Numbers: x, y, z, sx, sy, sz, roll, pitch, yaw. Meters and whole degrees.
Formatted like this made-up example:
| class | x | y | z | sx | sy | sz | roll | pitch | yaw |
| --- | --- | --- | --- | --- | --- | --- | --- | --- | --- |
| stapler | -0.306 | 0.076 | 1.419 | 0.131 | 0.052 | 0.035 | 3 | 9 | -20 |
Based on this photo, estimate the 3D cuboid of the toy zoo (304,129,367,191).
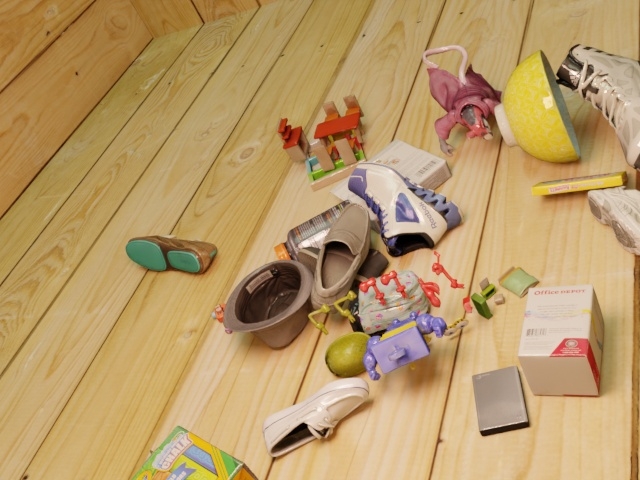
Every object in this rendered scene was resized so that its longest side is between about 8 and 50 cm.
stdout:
| class | x | y | z | sx | sy | sz | roll | pitch | yaw |
| --- | --- | --- | --- | --- | --- | --- | --- | --- | --- |
| toy zoo | 0.040 | -0.284 | 2.382 | 0.192 | 0.030 | 0.293 | -23 | 36 | 9 |

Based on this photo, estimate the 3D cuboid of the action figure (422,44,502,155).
| class | x | y | z | sx | sy | sz | roll | pitch | yaw |
| --- | --- | --- | --- | --- | --- | --- | --- | --- | --- |
| action figure | 0.429 | -0.389 | 2.054 | 0.248 | 0.276 | 0.370 | -14 | 24 | 12 |

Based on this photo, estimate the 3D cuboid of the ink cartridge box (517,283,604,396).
| class | x | y | z | sx | sy | sz | roll | pitch | yaw |
| --- | --- | --- | --- | --- | --- | --- | --- | --- | --- |
| ink cartridge box | 0.467 | 0.190 | 1.419 | 0.128 | 0.127 | 0.176 | -5 | 42 | 31 |

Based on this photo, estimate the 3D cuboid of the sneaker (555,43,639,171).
| class | x | y | z | sx | sy | sz | roll | pitch | yaw |
| --- | --- | --- | --- | --- | --- | --- | --- | --- | --- |
| sneaker | 0.687 | -0.328 | 1.781 | 0.257 | 0.169 | 0.448 | 18 | 39 | 5 |

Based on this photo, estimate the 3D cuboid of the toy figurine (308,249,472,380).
| class | x | y | z | sx | sy | sz | roll | pitch | yaw |
| --- | --- | --- | --- | --- | --- | --- | --- | --- | --- |
| toy figurine | 0.133 | 0.193 | 1.535 | 0.362 | 0.191 | 0.217 | -25 | 9 | 16 |

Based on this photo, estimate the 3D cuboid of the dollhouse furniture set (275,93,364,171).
| class | x | y | z | sx | sy | sz | roll | pitch | yaw |
| --- | --- | --- | --- | --- | --- | --- | --- | --- | --- |
| dollhouse furniture set | 0.004 | -0.349 | 2.342 | 0.259 | 0.135 | 0.262 | -13 | 39 | 21 |

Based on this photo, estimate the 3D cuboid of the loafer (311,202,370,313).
| class | x | y | z | sx | sy | sz | roll | pitch | yaw |
| --- | --- | --- | --- | --- | --- | --- | --- | --- | --- |
| loafer | 0.056 | 0.027 | 1.783 | 0.112 | 0.111 | 0.320 | 12 | 54 | 8 |

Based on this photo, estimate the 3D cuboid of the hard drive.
| class | x | y | z | sx | sy | sz | roll | pitch | yaw |
| --- | --- | --- | --- | --- | --- | --- | --- | --- | --- |
| hard drive | 0.351 | 0.312 | 1.444 | 0.094 | 0.022 | 0.135 | -17 | 37 | 17 |

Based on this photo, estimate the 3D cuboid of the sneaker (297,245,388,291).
| class | x | y | z | sx | sy | sz | roll | pitch | yaw |
| --- | --- | --- | --- | --- | --- | --- | --- | --- | --- |
| sneaker | 0.057 | 0.055 | 1.890 | 0.222 | 0.083 | 0.118 | 25 | 50 | 18 |

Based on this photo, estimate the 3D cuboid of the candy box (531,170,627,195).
| class | x | y | z | sx | sy | sz | roll | pitch | yaw |
| --- | --- | --- | --- | --- | --- | --- | --- | --- | --- |
| candy box | 0.616 | -0.136 | 1.759 | 0.205 | 0.027 | 0.105 | -6 | 10 | 29 |

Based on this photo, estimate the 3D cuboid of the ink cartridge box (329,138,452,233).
| class | x | y | z | sx | sy | sz | roll | pitch | yaw |
| --- | --- | --- | --- | --- | --- | --- | --- | --- | --- |
| ink cartridge box | 0.194 | -0.161 | 2.101 | 0.275 | 0.060 | 0.239 | -38 | 35 | -11 |

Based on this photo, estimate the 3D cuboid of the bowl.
| class | x | y | z | sx | sy | sz | roll | pitch | yaw |
| --- | --- | --- | --- | --- | --- | --- | --- | --- | --- |
| bowl | 0.534 | -0.316 | 1.866 | 0.156 | 0.289 | 0.290 | -19 | 36 | 25 |

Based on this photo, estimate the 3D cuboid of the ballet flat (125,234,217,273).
| class | x | y | z | sx | sy | sz | roll | pitch | yaw |
| --- | --- | --- | --- | --- | --- | --- | --- | --- | --- |
| ballet flat | -0.452 | 0.030 | 2.292 | 0.342 | 0.116 | 0.124 | 3 | 27 | 37 |

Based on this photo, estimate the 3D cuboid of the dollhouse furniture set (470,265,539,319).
| class | x | y | z | sx | sy | sz | roll | pitch | yaw |
| --- | --- | --- | --- | --- | --- | --- | --- | --- | --- |
| dollhouse furniture set | 0.402 | 0.102 | 1.633 | 0.151 | 0.059 | 0.076 | -39 | 37 | -12 |

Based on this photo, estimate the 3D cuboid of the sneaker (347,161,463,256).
| class | x | y | z | sx | sy | sz | roll | pitch | yaw |
| --- | --- | --- | --- | --- | --- | --- | --- | --- | --- |
| sneaker | 0.185 | -0.068 | 1.890 | 0.315 | 0.127 | 0.182 | 27 | 67 | 24 |

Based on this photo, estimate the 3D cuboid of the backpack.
| class | x | y | z | sx | sy | sz | roll | pitch | yaw |
| --- | --- | --- | --- | --- | --- | --- | --- | --- | --- |
| backpack | 0.157 | 0.146 | 1.704 | 0.181 | 0.115 | 0.152 | -16 | 35 | 14 |

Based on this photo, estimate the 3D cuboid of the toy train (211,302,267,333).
| class | x | y | z | sx | sy | sz | roll | pitch | yaw |
| --- | --- | --- | --- | --- | --- | --- | --- | --- | --- |
| toy train | -0.222 | 0.181 | 1.984 | 0.166 | 0.046 | 0.125 | -25 | 36 | 8 |

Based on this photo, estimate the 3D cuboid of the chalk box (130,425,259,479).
| class | x | y | z | sx | sy | sz | roll | pitch | yaw |
| --- | --- | --- | --- | --- | --- | --- | --- | --- | --- |
| chalk box | -0.260 | 0.514 | 1.493 | 0.288 | 0.180 | 0.179 | 11 | 52 | 44 |

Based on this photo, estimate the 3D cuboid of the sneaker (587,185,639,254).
| class | x | y | z | sx | sy | sz | roll | pitch | yaw |
| --- | --- | --- | --- | --- | --- | --- | --- | --- | --- |
| sneaker | 0.683 | -0.059 | 1.612 | 0.115 | 0.090 | 0.232 | -23 | 37 | 4 |

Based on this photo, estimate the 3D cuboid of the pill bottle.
| class | x | y | z | sx | sy | sz | roll | pitch | yaw |
| --- | --- | --- | --- | --- | --- | --- | --- | --- | --- |
| pill bottle | 0.000 | 0.000 | 1.977 | 0.245 | 0.130 | 0.130 | -28 | 35 | 3 |

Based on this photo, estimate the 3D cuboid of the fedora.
| class | x | y | z | sx | sy | sz | roll | pitch | yaw |
| --- | --- | --- | --- | --- | --- | --- | --- | --- | --- |
| fedora | -0.112 | 0.173 | 1.850 | 0.243 | 0.124 | 0.275 | -19 | 32 | 13 |

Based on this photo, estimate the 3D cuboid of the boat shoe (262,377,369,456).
| class | x | y | z | sx | sy | sz | roll | pitch | yaw |
| --- | --- | --- | --- | --- | --- | --- | --- | --- | --- |
| boat shoe | -0.004 | 0.381 | 1.563 | 0.258 | 0.095 | 0.084 | -32 | 38 | 15 |
